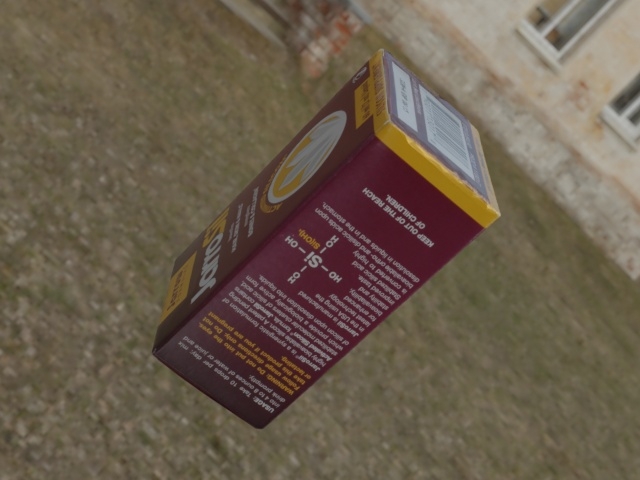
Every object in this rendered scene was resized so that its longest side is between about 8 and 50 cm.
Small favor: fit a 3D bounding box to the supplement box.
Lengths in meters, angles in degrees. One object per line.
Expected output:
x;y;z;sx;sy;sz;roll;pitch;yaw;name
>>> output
0.000;0.000;0.641;0.081;0.188;0.104;38;23;-19;supplement box
